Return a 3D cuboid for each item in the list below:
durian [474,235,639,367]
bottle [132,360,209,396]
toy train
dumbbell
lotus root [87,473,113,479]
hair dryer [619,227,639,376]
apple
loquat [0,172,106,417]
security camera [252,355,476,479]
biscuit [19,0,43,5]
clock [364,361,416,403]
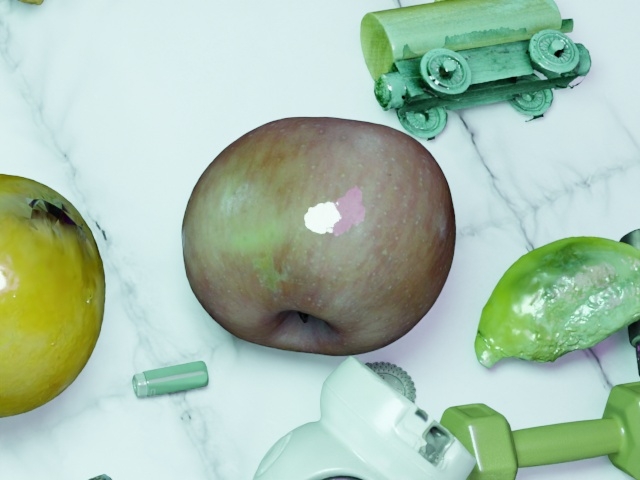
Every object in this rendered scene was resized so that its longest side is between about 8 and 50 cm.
[{"bbox_3d":[0.297,0.067,1.797,0.250,0.101,0.139,-14,49,-2],"label":"durian"},{"bbox_3d":[-0.169,0.157,1.669,0.083,0.030,0.030,-9,73,-20],"label":"bottle"},{"bbox_3d":[0.199,-0.245,1.883,0.307,0.126,0.189,-12,74,-21],"label":"toy train"},{"bbox_3d":[0.282,0.238,1.741,0.302,0.121,0.108,-5,101,-20],"label":"dumbbell"},{"bbox_3d":[-0.277,0.324,1.542,0.113,0.088,0.192,37,63,5],"label":"lotus root"},{"bbox_3d":[0.497,0.100,1.882,0.248,0.078,0.195,10,63,-22],"label":"hair dryer"},{"bbox_3d":[0.000,0.000,1.640,0.306,0.306,0.235,14,60,-12],"label":"apple"},{"bbox_3d":[-0.351,0.056,1.524,0.263,0.263,0.263,6,69,-16],"label":"loquat"},{"bbox_3d":[0.029,0.266,1.601,0.194,0.194,0.236,41,88,0],"label":"security camera"},{"bbox_3d":[-0.318,-0.398,1.761,0.035,0.184,0.249,5,48,20],"label":"biscuit"},{"bbox_3d":[0.075,0.179,1.750,0.083,0.010,0.074,0,70,-19],"label":"clock"}]
